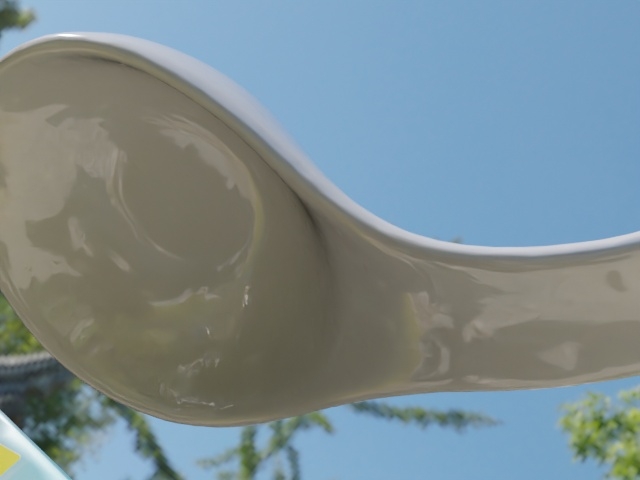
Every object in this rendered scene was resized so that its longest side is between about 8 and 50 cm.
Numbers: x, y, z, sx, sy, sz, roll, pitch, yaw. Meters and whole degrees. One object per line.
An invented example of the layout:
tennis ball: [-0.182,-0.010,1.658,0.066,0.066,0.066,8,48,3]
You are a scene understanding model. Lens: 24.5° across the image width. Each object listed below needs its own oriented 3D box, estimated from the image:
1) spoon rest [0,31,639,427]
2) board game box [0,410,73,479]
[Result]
spoon rest: [0.000,0.000,0.433,0.276,0.084,0.137,0,-63,29]
board game box: [-0.195,0.223,0.708,0.336,0.254,0.079,29,-25,46]
